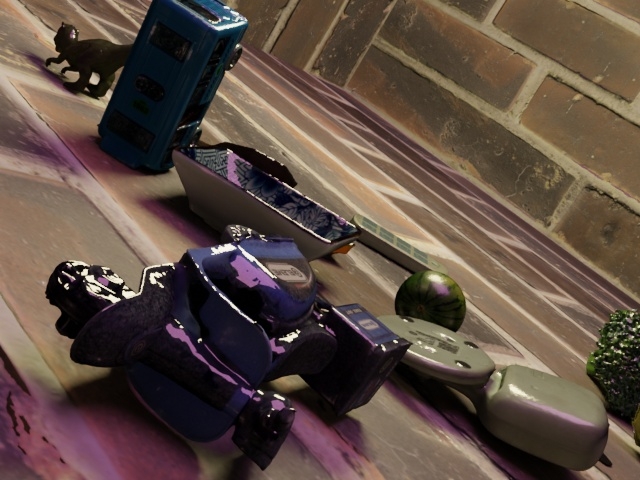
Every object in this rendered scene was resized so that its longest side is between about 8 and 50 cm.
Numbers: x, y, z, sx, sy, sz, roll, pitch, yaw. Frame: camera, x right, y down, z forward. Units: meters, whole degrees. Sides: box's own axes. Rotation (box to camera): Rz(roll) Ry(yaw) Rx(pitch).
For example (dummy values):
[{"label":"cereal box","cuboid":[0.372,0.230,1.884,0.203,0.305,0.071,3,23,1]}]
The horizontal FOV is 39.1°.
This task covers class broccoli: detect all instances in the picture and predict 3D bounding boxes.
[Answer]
[{"label":"broccoli","cuboid":[0.524,0.209,1.525,0.220,0.194,0.194,2,23,-16]}]

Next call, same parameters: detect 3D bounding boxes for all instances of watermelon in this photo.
[{"label":"watermelon","cuboid":[0.150,0.091,1.228,0.109,0.109,0.109,30,14,-8]}]

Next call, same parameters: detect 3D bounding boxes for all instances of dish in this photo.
[{"label":"dish","cuboid":[-0.080,-0.034,1.196,0.243,0.080,0.182,31,12,11]}]

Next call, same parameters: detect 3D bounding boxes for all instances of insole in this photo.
[{"label":"insole","cuboid":[0.349,0.263,1.239,0.045,0.002,0.135,19,19,-46]}]

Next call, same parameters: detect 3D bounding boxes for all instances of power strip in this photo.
[{"label":"power strip","cuboid":[0.144,0.020,1.585,0.227,0.029,0.080,31,14,-3]}]

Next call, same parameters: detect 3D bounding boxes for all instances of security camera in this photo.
[{"label":"security camera","cuboid":[0.192,0.176,1.072,0.301,0.080,0.157,24,15,10]}]

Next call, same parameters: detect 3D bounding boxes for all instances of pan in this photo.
[{"label":"pan","cuboid":[-0.138,-0.105,1.365,0.202,0.048,0.128,17,-21,26]}]

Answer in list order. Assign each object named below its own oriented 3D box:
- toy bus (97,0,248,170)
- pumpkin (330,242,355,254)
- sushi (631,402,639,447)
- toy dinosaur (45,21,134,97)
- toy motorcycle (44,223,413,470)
[{"label":"toy bus","cuboid":[-0.206,-0.214,1.223,0.113,0.246,0.134,33,25,4]},{"label":"pumpkin","cuboid":[-0.002,0.000,1.351,0.101,0.035,0.073,18,8,-34]},{"label":"sushi","cuboid":[0.583,0.323,1.328,0.291,0.139,0.131,29,-6,-15]},{"label":"toy dinosaur","cuboid":[-0.350,-0.322,1.412,0.187,0.179,0.087,33,13,17]},{"label":"toy motorcycle","cuboid":[-0.062,0.081,0.749,0.213,0.125,0.358,39,16,19]}]
